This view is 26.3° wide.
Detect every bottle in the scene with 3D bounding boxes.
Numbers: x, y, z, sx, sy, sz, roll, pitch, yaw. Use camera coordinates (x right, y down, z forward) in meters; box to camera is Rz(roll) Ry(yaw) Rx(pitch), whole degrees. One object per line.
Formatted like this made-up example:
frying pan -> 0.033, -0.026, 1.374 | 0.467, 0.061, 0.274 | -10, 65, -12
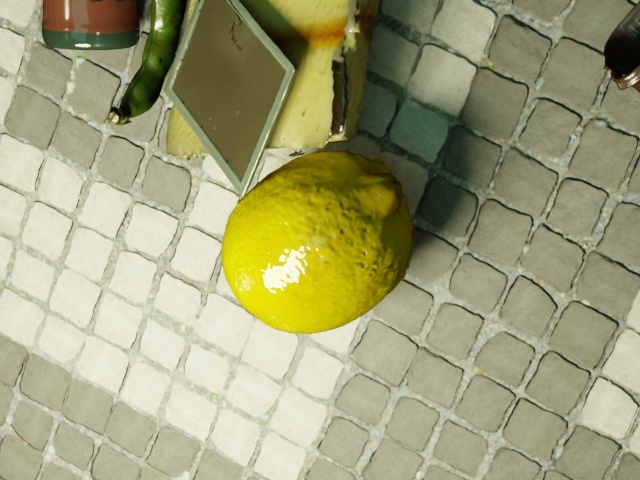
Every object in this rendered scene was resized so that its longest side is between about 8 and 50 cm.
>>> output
bottle -> -0.339, -0.450, 1.985 | 0.144, 0.144, 0.336 | 5, 104, 19

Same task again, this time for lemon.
lemon -> 0.000, 0.000, 1.920 | 0.320, 0.245, 0.245 | -36, 90, 34

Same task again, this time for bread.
bread -> -0.085, -0.281, 1.899 | 0.405, 0.242, 0.346 | 0, 98, 18

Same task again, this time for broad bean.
broad bean -> -0.245, -0.301, 1.990 | 0.049, 0.144, 0.292 | 15, 92, 16

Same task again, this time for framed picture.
framed picture -> -0.129, -0.224, 1.919 | 0.273, 0.016, 0.216 | 54, 131, 38

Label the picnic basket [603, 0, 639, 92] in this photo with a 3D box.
picnic basket -> 0.501, -0.285, 1.701 | 0.129, 0.222, 0.297 | 36, 114, -10
